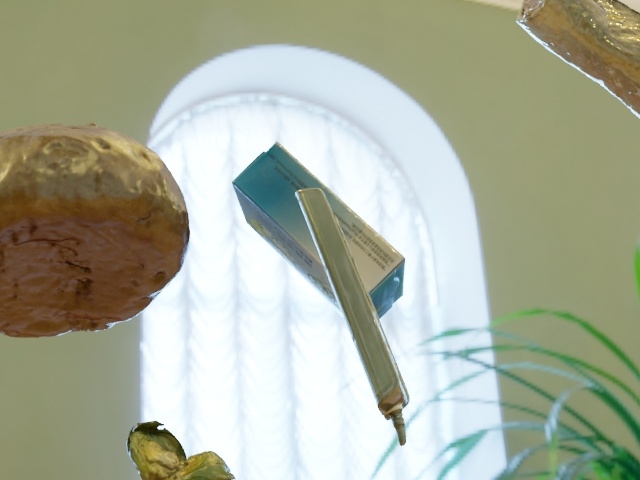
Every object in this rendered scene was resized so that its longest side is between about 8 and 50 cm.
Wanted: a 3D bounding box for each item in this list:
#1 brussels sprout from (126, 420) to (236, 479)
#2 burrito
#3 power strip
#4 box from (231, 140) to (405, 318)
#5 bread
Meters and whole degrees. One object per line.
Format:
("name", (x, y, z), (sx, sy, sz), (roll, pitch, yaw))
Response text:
("brussels sprout", (-0.100, 0.162, 0.759), (0.083, 0.051, 0.046), (25, 22, 35))
("burrito", (0.247, -0.147, 0.863), (0.087, 0.226, 0.060), (-36, -16, -39))
("power strip", (0.032, 0.059, 0.931), (0.027, 0.253, 0.060), (-23, -25, 3))
("box", (0.000, -0.001, 1.170), (0.073, 0.194, 0.139), (-44, -16, -11))
("bread", (-0.225, -0.013, 0.906), (0.230, 0.123, 0.230), (-9, -33, -6))
